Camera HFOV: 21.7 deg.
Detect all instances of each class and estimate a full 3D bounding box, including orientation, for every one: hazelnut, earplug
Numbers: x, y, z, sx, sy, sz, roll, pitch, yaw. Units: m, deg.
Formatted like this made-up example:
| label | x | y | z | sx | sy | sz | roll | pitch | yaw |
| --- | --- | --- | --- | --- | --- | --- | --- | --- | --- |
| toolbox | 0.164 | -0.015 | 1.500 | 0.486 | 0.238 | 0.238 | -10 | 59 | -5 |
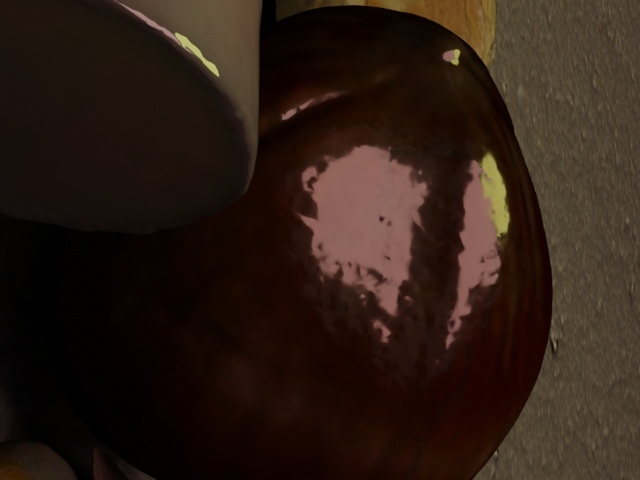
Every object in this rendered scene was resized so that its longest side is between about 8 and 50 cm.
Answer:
| label | x | y | z | sx | sy | sz | roll | pitch | yaw |
| --- | --- | --- | --- | --- | --- | --- | --- | --- | --- |
| hazelnut | 0.000 | 0.000 | 0.703 | 0.229 | 0.229 | 0.230 | -4 | 90 | -66 |
| earplug | -0.072 | -0.175 | 0.594 | 0.172 | 0.172 | 0.301 | 50 | 47 | -52 |

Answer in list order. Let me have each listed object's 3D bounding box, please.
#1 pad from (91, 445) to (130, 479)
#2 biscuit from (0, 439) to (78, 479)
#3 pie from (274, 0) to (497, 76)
| label | x | y | z | sx | sy | sz | roll | pitch | yaw |
| --- | --- | --- | --- | --- | --- | --- | --- | --- | --- |
| pad | -0.049 | 0.222 | 0.663 | 0.176 | 0.002 | 0.266 | 74 | 0 | -68 |
| biscuit | -0.163 | 0.138 | 0.505 | 0.291 | 0.062 | 0.237 | -67 | 145 | -45 |
| pie | 0.043 | -0.193 | 1.001 | 0.337 | 0.075 | 0.338 | -2 | 90 | -71 |
